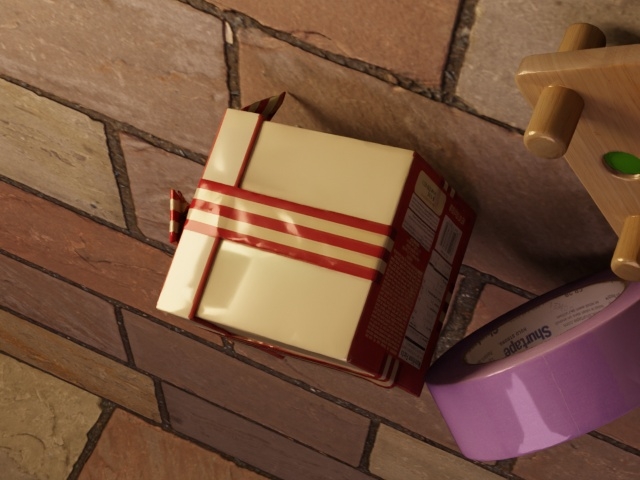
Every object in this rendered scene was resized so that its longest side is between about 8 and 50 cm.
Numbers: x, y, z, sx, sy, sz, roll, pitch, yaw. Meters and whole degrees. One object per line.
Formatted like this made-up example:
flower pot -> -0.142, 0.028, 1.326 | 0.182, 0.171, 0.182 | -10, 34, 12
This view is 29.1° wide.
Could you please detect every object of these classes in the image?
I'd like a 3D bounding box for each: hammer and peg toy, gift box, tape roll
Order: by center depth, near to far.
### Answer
hammer and peg toy -> 0.353, -0.042, 1.035 | 0.266, 0.127, 0.361 | 0, 145, 42
tape roll -> 0.248, 0.120, 1.270 | 0.275, 0.275, 0.090 | -21, 97, 58
gift box -> 0.000, 0.000, 1.322 | 0.258, 0.276, 0.255 | 13, 165, 26
